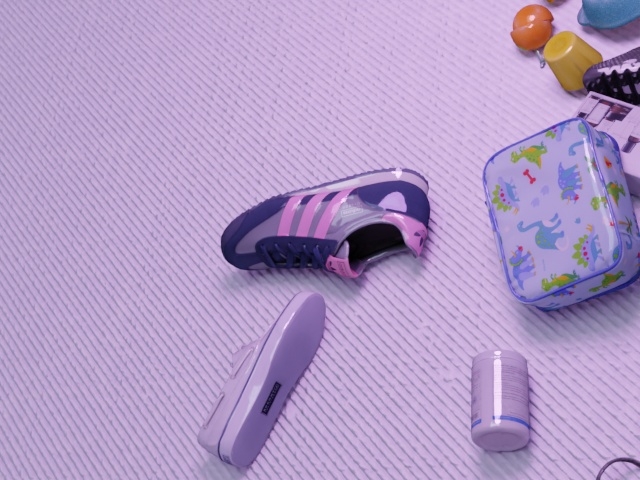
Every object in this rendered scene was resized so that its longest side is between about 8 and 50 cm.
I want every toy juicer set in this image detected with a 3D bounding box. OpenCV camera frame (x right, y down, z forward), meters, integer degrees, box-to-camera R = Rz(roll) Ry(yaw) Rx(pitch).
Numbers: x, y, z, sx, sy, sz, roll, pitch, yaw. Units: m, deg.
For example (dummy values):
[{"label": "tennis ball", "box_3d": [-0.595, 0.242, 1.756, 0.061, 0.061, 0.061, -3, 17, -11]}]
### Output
[{"label": "toy juicer set", "box_3d": [0.406, -0.370, 1.859, 0.329, 0.089, 0.209, -50, 34, 3]}]

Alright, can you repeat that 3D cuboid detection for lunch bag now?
[{"label": "lunch bag", "box_3d": [0.298, -0.030, 1.640, 0.176, 0.090, 0.219, -26, 62, 31]}]

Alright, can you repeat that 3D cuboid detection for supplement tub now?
[{"label": "supplement tub", "box_3d": [0.216, 0.193, 1.582, 0.071, 0.071, 0.107, -12, 53, 25]}]

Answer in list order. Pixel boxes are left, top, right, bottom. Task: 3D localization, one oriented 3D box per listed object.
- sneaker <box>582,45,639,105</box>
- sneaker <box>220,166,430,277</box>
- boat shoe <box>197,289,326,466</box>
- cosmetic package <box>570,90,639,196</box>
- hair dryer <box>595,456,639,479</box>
[{"label": "sneaker", "box_3d": [0.464, -0.244, 1.738, 0.234, 0.078, 0.106, -10, 51, 21]}, {"label": "sneaker", "box_3d": [0.000, 0.000, 1.824, 0.319, 0.112, 0.131, -19, 48, 21]}, {"label": "boat shoe", "box_3d": [-0.084, 0.173, 1.765, 0.084, 0.095, 0.258, 19, 69, 34]}, {"label": "cosmetic package", "box_3d": [0.421, -0.108, 1.676, 0.239, 0.060, 0.099, 26, 76, 41]}, {"label": "hair dryer", "box_3d": [0.275, 0.375, 1.412, 0.223, 0.080, 0.294, -18, 51, 19]}]
